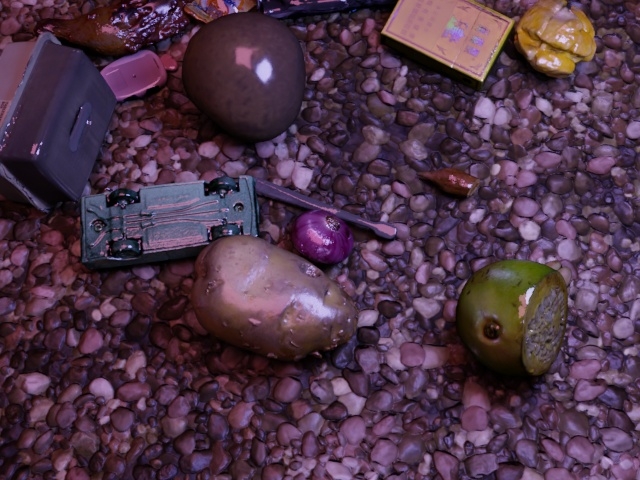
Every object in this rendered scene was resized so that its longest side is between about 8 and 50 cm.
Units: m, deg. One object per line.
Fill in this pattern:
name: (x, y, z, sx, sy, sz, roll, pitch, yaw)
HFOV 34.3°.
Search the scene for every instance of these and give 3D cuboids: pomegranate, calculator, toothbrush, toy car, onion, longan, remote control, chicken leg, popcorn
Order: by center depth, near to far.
pomegranate: (0.316, 0.101, 1.708, 0.159, 0.190, 0.241, 15, 65, 37)
onion: (0.000, 0.000, 1.824, 0.115, 0.115, 0.104, 46, 119, 21)
toy car: (-0.267, -0.034, 1.847, 0.320, 0.097, 0.141, -7, 65, 0)
toothbrush: (0.001, -0.058, 1.884, 0.297, 0.030, 0.030, 20, 76, 14)
longan: (-0.144, -0.306, 1.918, 0.246, 0.215, 0.246, -15, 68, 40)
popcorn: (0.441, -0.379, 1.951, 0.148, 0.152, 0.167, -7, 50, 0)
calculator: (-0.361, -0.325, 2.034, 0.166, 0.024, 0.103, -26, 65, -10)
chicken leg: (-0.401, -0.442, 2.057, 0.322, 0.083, 0.177, -28, 49, -19)
remote control: (0.068, -0.513, 2.079, 0.398, 0.062, 0.145, -7, 64, -2)

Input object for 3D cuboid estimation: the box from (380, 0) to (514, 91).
box: (0.243, -0.399, 1.986, 0.220, 0.064, 0.141, 27, 81, 9)

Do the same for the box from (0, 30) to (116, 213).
box: (-0.505, -0.213, 1.885, 0.166, 0.220, 0.290, 6, 65, 20)

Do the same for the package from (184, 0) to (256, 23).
package: (-0.197, -0.473, 2.076, 0.108, 0.031, 0.121, 37, 67, -8)

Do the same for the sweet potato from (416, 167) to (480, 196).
sweet potato: (0.230, -0.108, 1.885, 0.117, 0.049, 0.049, 15, 66, 17)

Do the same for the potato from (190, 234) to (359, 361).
potato: (-0.081, 0.104, 1.748, 0.296, 0.141, 0.192, 19, 63, 7)
